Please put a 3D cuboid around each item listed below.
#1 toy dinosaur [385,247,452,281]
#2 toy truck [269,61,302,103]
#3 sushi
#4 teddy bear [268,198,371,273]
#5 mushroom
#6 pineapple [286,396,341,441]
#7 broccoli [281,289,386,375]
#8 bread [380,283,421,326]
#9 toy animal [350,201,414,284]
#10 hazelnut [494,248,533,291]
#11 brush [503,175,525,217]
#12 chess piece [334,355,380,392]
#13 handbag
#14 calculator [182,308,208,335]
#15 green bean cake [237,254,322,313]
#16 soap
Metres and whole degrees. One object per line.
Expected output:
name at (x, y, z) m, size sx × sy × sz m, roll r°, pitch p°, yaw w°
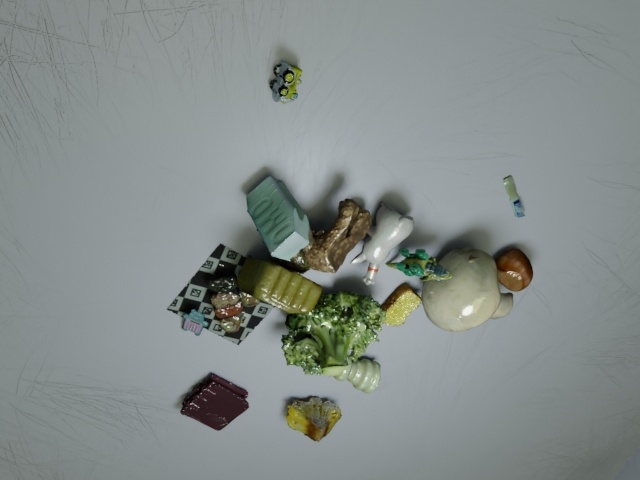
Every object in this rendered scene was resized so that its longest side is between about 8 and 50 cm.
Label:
toy dinosaur at (0.311, 0.084, 1.609) m, size 0.153 × 0.259 × 0.094 m, roll 38°, pitch 68°, yaw -43°
toy truck at (-0.092, -0.436, 1.319) m, size 0.077 × 0.076 × 0.111 m, roll 1°, pitch 122°, yaw -35°
sushi at (-0.313, 0.217, 1.644) m, size 0.320 × 0.068 × 0.339 m, roll 35°, pitch 108°, yaw -26°
teddy bear at (0.003, -0.010, 1.540) m, size 0.246 × 0.223 × 0.296 m, roll 27°, pitch 89°, yaw -59°
mushroom at (0.549, 0.199, 1.688) m, size 0.336 × 0.314 × 0.314 m, roll 23°, pitch 112°, yaw -23°
pineapple at (-0.022, 0.729, 1.930) m, size 0.237 × 0.186 × 0.114 m, roll 1°, pitch 118°, yaw -5°
broccoli at (0.036, 0.332, 1.679) m, size 0.339 × 0.317 × 0.277 m, roll 14°, pitch 139°, yaw 24°
bread at (0.299, 0.253, 1.796) m, size 0.103 × 0.065 × 0.187 m, roll 24°, pitch 111°, yaw -25°
toy animal at (0.198, 0.006, 1.599) m, size 0.141 × 0.138 × 0.282 m, roll 27°, pitch 118°, yaw -16°
hazelnut at (0.728, 0.108, 1.762) m, size 0.150 × 0.150 × 0.150 m, roll -5°, pitch 120°, yaw -9°
brush at (0.687, -0.149, 1.666) m, size 0.033 × 0.030 × 0.178 m, roll -25°, pitch 122°, yaw 14°
chess piece at (0.105, 0.513, 1.881) m, size 0.243 × 0.133 × 0.133 m, roll 23°, pitch 113°, yaw -15°
handbag at (-0.417, 0.641, 1.865) m, size 0.216 × 0.074 × 0.203 m, roll 38°, pitch 106°, yaw -26°
calculator at (-0.444, 0.289, 1.658) m, size 0.094 × 0.019 × 0.141 m, roll 24°, pitch 132°, yaw -7°
green bean cake at (-0.140, 0.152, 1.534) m, size 0.233 × 0.236 × 0.124 m, roll 29°, pitch 79°, yaw -25°
soap at (-0.128, -0.063, 1.426) m, size 0.145 × 0.230 × 0.091 m, roll -41°, pitch 153°, yaw 13°
